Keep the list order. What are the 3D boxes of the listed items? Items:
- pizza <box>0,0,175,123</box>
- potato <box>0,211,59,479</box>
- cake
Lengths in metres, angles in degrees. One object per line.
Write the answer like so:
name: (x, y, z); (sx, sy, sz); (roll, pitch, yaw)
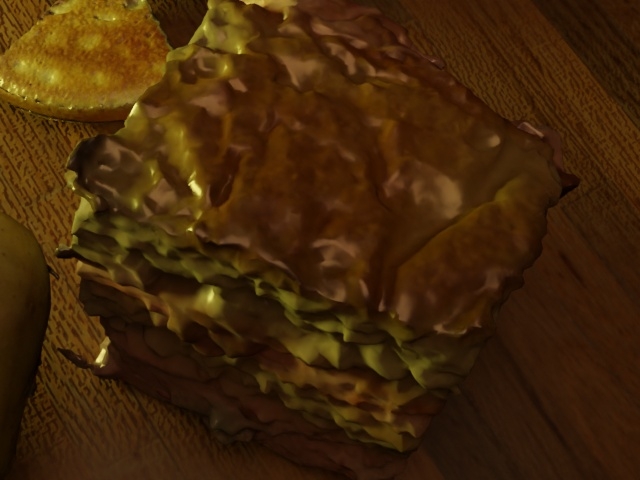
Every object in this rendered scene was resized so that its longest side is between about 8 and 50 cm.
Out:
pizza: (-0.200, -0.189, 1.122); (0.201, 0.053, 0.193); (10, 65, 10)
potato: (-0.293, 0.119, 0.879); (0.140, 0.173, 0.300); (30, 83, -36)
cake: (0.000, 0.000, 0.921); (0.314, 0.307, 0.293); (27, 60, 8)
